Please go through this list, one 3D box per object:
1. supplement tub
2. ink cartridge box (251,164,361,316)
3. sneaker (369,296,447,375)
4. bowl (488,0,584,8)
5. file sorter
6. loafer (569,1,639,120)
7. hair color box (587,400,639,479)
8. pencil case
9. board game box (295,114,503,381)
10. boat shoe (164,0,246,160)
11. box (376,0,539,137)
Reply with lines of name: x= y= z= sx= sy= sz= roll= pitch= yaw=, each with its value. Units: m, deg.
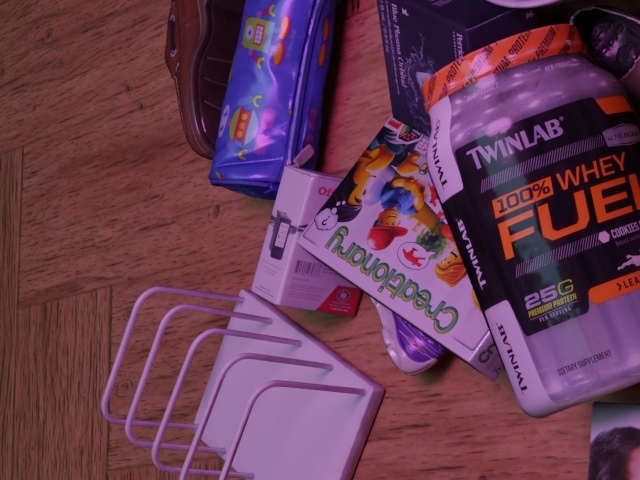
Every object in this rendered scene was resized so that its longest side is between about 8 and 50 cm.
supplement tub: x=0.214 y=-0.018 z=1.484 sx=0.194 sy=0.194 sz=0.316 roll=-29 pitch=79 yaw=44
ink cartridge box: x=0.000 y=0.000 z=1.862 sx=0.063 sy=0.109 sz=0.150 roll=25 pitch=102 yaw=54
sneaker: x=0.096 y=0.065 z=1.786 sx=0.071 sy=0.068 sz=0.169 roll=-28 pitch=56 yaw=14
bowl: x=0.268 y=-0.353 z=1.571 sx=0.312 sy=0.163 sz=0.311 roll=-13 pitch=73 yaw=48
file sorter: x=-0.101 y=0.187 z=1.897 sx=0.278 sy=0.173 sz=0.192 roll=34 pitch=108 yaw=49
loafer: x=0.309 y=-0.137 z=1.518 sx=0.251 sy=0.087 sz=0.094 roll=43 pitch=107 yaw=40
hair color box: x=0.387 y=0.234 z=1.345 sx=0.374 sy=0.114 sz=0.185 roll=-2 pitch=81 yaw=51
pencil case: x=-0.043 y=-0.191 z=1.944 sx=0.133 sy=0.119 sz=0.306 roll=14 pitch=93 yaw=53
board game box: x=0.127 y=-0.007 z=1.704 sx=0.193 sy=0.053 sz=0.305 roll=-53 pitch=42 yaw=-3
boat shoe: x=-0.135 y=-0.227 z=2.087 sx=0.104 sy=0.111 sz=0.307 roll=-29 pitch=51 yaw=48
box: x=0.143 y=-0.182 z=1.690 sx=0.158 sy=0.093 sz=0.156 roll=33 pitch=142 yaw=48
